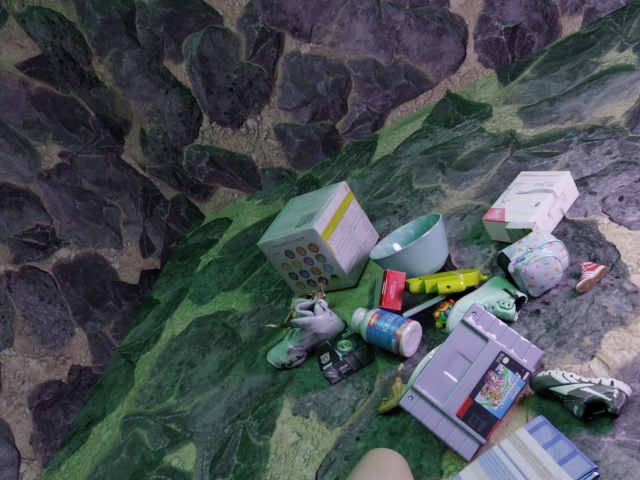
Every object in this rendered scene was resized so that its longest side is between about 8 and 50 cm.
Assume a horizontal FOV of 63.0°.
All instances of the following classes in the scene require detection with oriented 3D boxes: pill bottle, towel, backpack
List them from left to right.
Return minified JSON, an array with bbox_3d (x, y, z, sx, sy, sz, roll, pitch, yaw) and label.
[{"bbox_3d":[0.215,0.299,1.753,0.222,0.124,0.124,14,53,37],"label":"pill bottle"},{"bbox_3d":[0.464,0.548,1.208,0.285,0.034,0.209,-35,24,-3],"label":"towel"},{"bbox_3d":[0.669,0.066,1.615,0.188,0.166,0.144,-38,27,1],"label":"backpack"}]

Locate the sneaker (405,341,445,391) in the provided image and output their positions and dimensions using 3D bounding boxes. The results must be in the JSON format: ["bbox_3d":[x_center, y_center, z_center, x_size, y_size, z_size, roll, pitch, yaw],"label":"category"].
[{"bbox_3d":[0.381,0.364,1.456,0.296,0.104,0.147,-32,52,-21],"label":"sneaker"}]

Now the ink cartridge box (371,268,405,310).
[{"bbox_3d":[0.242,0.182,1.842,0.231,0.078,0.134,104,176,-79],"label":"ink cartridge box"}]

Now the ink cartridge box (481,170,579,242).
[{"bbox_3d":[0.753,-0.121,1.881,0.283,0.117,0.207,-46,28,-20],"label":"ink cartridge box"}]

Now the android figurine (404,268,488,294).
[{"bbox_3d":[0.428,0.141,1.780,0.273,0.056,0.248,-8,0,0],"label":"android figurine"}]

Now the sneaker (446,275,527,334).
[{"bbox_3d":[0.516,0.223,1.618,0.256,0.094,0.151,-40,29,-6],"label":"sneaker"}]

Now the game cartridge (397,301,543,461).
[{"bbox_3d":[0.400,0.367,1.381,0.230,0.068,0.355,36,75,19],"label":"game cartridge"}]

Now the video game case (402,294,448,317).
[{"bbox_3d":[0.368,0.214,1.789,0.157,0.019,0.143,-31,-9,22],"label":"video game case"}]

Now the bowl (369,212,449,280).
[{"bbox_3d":[0.357,0.046,1.973,0.312,0.163,0.311,-31,9,6],"label":"bowl"}]

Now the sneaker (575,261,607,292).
[{"bbox_3d":[0.784,0.107,1.552,0.118,0.042,0.067,-33,29,-13],"label":"sneaker"}]

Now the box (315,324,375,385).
[{"bbox_3d":[0.083,0.401,1.850,0.180,0.077,0.147,-32,27,7],"label":"box"}]

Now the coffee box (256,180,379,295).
[{"bbox_3d":[0.000,0.000,2.322,0.338,0.334,0.338,-14,31,38],"label":"coffee box"}]

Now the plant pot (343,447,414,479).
[{"bbox_3d":[0.135,0.640,1.245,0.257,0.256,0.274,-25,13,21],"label":"plant pot"}]

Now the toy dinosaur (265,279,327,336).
[{"bbox_3d":[-0.077,0.301,2.159,0.296,0.127,0.200,-27,27,26],"label":"toy dinosaur"}]

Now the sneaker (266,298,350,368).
[{"bbox_3d":[-0.084,0.346,1.987,0.366,0.210,0.137,-25,28,20],"label":"sneaker"}]

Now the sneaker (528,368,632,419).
[{"bbox_3d":[0.613,0.378,1.263,0.234,0.078,0.106,-4,37,43],"label":"sneaker"}]

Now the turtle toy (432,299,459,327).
[{"bbox_3d":[0.429,0.233,1.732,0.130,0.066,0.095,-15,33,35],"label":"turtle toy"}]

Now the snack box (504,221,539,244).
[{"bbox_3d":[0.687,0.000,1.731,0.100,0.141,0.037,4,47,53],"label":"snack box"}]

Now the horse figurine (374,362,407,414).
[{"bbox_3d":[0.291,0.442,1.552,0.263,0.066,0.174,-11,29,44],"label":"horse figurine"}]
